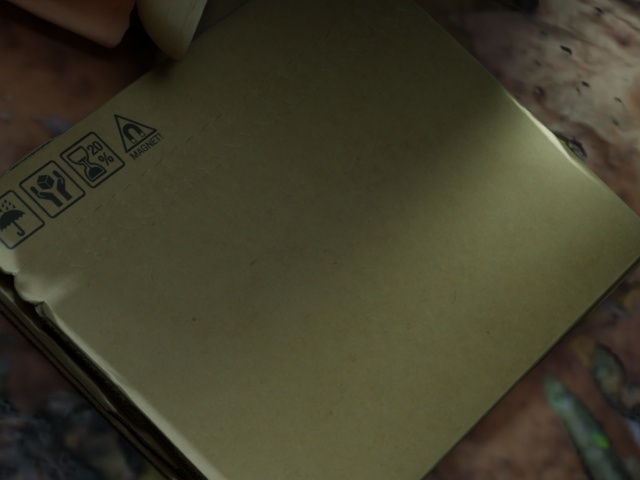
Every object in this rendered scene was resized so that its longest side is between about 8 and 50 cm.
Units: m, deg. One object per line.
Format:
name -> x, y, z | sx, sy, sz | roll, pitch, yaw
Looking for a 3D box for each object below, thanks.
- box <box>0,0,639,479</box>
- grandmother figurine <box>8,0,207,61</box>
box -> 0.000, 0.000, 0.652 | 0.164, 0.021, 0.201 | 45, 54, 7
grandmother figurine -> -0.189, -0.162, 0.629 | 0.342, 0.104, 0.208 | 21, 28, -7
